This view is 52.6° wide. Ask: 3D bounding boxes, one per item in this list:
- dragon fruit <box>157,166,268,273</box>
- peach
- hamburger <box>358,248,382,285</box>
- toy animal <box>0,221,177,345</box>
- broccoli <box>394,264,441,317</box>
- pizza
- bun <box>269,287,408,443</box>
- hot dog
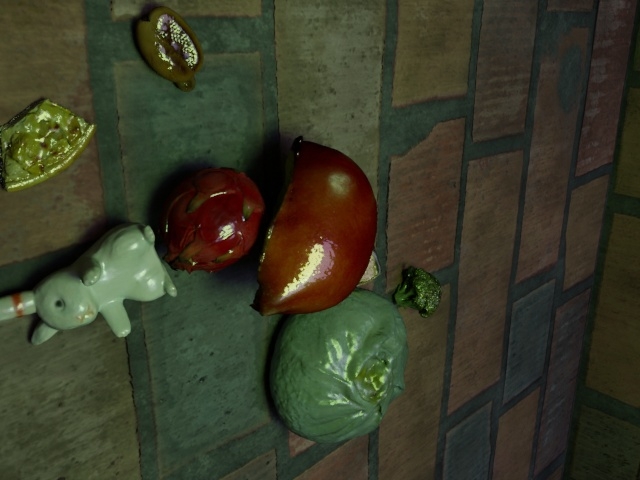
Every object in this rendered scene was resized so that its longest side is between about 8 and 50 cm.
[{"bbox_3d":[-0.179,-0.036,1.096,0.172,0.172,0.209,57,49,-41],"label":"dragon fruit"},{"bbox_3d":[0.000,0.000,1.167,0.257,0.201,0.361,114,-9,-50],"label":"peach"},{"bbox_3d":[0.006,0.042,1.372,0.208,0.135,0.155,-28,108,-20],"label":"hamburger"},{"bbox_3d":[-0.356,0.084,0.982,0.282,0.138,0.140,-38,133,-28],"label":"toy animal"},{"bbox_3d":[0.249,0.135,1.651,0.120,0.130,0.131,-21,164,7],"label":"broccoli"},{"bbox_3d":[-0.399,-0.139,0.930,0.160,0.036,0.099,-45,132,-25],"label":"pizza"},{"bbox_3d":[0.056,0.280,1.427,0.362,0.211,0.361,-17,116,-39],"label":"bun"},{"bbox_3d":[-0.234,-0.301,1.028,0.090,0.060,0.140,-54,129,-11],"label":"hot dog"}]
